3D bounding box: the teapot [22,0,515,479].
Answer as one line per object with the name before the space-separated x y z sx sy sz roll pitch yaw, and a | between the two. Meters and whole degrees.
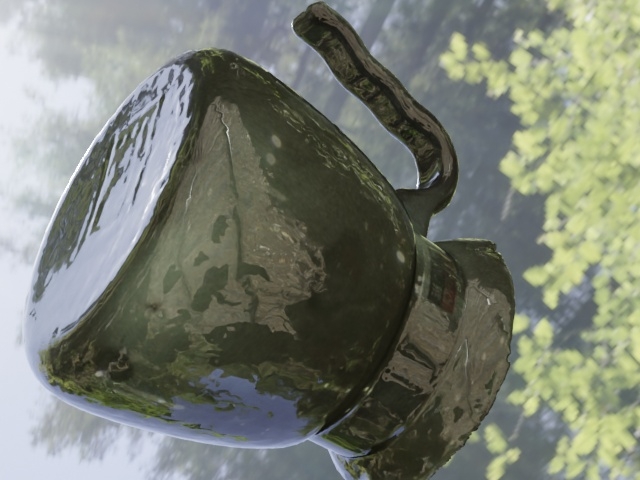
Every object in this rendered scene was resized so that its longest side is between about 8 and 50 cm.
teapot | -0.014 0.019 1.000 0.285 0.223 0.305 30 -155 -23
